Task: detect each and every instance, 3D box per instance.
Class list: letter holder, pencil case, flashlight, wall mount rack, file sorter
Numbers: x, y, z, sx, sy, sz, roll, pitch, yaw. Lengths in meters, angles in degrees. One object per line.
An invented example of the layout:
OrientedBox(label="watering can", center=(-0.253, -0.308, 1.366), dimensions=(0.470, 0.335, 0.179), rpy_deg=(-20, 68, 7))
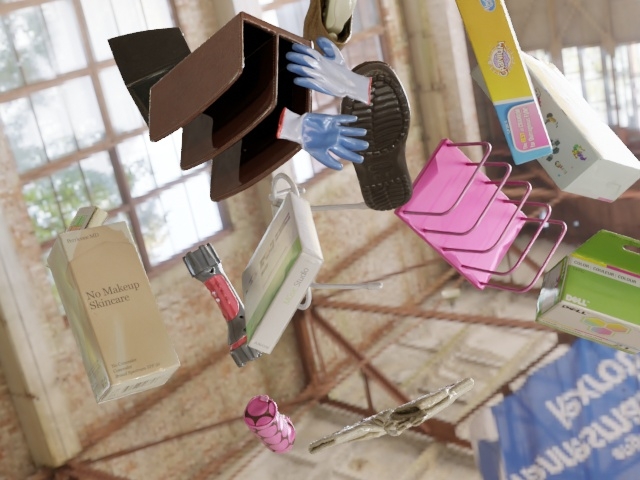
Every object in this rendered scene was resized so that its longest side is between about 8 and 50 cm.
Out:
OrientedBox(label="letter holder", center=(-0.162, -0.213, 1.726), dimensions=(0.152, 0.215, 0.302), rpy_deg=(17, 152, -35))
OrientedBox(label="pencil case", center=(-0.124, 0.449, 2.462), dimensions=(0.095, 0.209, 0.098), rpy_deg=(19, -111, 21))
OrientedBox(label="flashlight", center=(-0.230, 0.155, 2.406), dimensions=(0.103, 0.304, 0.103), rpy_deg=(-29, 176, -27))
OrientedBox(label="wall mount rack", center=(0.000, 0.000, 2.413), dimensions=(0.130, 0.350, 0.304), rpy_deg=(-19, -157, -32))
OrientedBox(label="file sorter", center=(0.350, -0.048, 2.116), dimensions=(0.202, 0.290, 0.182), rpy_deg=(-56, -153, -13))

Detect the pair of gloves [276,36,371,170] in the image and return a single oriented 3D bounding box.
OrientedBox(label="pair of gloves", center=(0.011, -0.211, 1.521), dimensions=(0.159, 0.198, 0.023), rpy_deg=(17, 164, -29))

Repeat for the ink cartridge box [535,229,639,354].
OrientedBox(label="ink cartridge box", center=(0.482, 0.087, 1.617), dimensions=(0.188, 0.097, 0.255), rpy_deg=(18, 161, -1))

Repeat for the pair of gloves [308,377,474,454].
OrientedBox(label="pair of gloves", center=(0.119, 0.297, 1.640), dimensions=(0.240, 0.042, 0.204), rpy_deg=(-28, 170, 33))

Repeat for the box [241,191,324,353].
OrientedBox(label="box", center=(-0.085, 0.059, 2.071), dimensions=(0.058, 0.232, 0.322), rpy_deg=(25, -161, -15))

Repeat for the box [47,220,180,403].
OrientedBox(label="box", center=(-0.396, 0.133, 1.896), dimensions=(0.148, 0.311, 0.121), rpy_deg=(-15, 163, -32))

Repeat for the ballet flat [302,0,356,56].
OrientedBox(label="ballet flat", center=(0.035, -0.527, 1.973), dimensions=(0.116, 0.343, 0.124), rpy_deg=(11, 176, -29))

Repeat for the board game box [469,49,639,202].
OrientedBox(label="board game box", center=(0.446, -0.220, 1.875), dimensions=(0.097, 0.303, 0.224), rpy_deg=(-45, 151, 26))

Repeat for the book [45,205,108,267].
OrientedBox(label="book", center=(-0.508, -0.002, 2.076), dimensions=(0.096, 0.035, 0.144), rpy_deg=(1, -121, 51))

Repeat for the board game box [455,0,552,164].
OrientedBox(label="board game box", center=(0.283, -0.316, 1.605), dimensions=(0.064, 0.317, 0.242), rpy_deg=(-19, -147, 15))

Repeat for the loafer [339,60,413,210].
OrientedBox(label="loafer", center=(0.099, -0.212, 1.929), dimensions=(0.133, 0.366, 0.130), rpy_deg=(-10, -130, -1))

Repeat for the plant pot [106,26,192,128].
OrientedBox(label="plant pot", center=(-0.361, -0.380, 2.297), dimensions=(0.167, 0.187, 0.188), rpy_deg=(-26, -129, -3))
